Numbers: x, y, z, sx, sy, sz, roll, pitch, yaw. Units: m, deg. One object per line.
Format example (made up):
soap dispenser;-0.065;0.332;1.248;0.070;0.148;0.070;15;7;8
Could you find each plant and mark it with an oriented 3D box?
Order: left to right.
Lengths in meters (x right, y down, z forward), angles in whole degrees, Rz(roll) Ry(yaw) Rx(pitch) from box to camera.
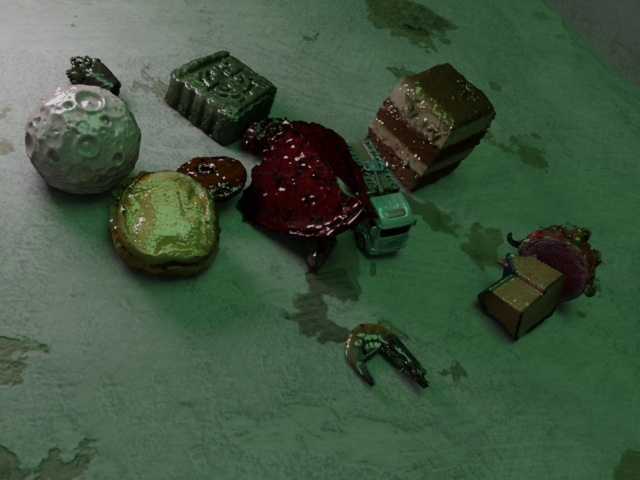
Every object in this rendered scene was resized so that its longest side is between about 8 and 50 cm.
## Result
plant;-0.601;-0.431;1.884;0.143;0.094;0.092;35;55;0

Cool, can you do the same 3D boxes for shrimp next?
shrimp;-0.001;-0.001;1.805;0.074;0.073;0.190;19;49;-17
shrimp;0.148;0.280;1.640;0.217;0.051;0.150;40;47;22

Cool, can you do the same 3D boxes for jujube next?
jujube;-0.151;-0.289;1.978;0.166;0.104;0.104;-19;60;-47

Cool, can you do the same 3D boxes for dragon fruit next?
dragon fruit;0.000;-0.101;1.801;0.329;0.286;0.228;43;19;22
dragon fruit;0.667;0.046;2.002;0.282;0.211;0.147;38;37;21

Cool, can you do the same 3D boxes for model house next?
model house;0.517;0.138;1.889;0.183;0.166;0.172;-32;53;-27

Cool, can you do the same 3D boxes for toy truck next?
toy truck;0.136;-0.123;1.903;0.136;0.162;0.305;-12;56;-23

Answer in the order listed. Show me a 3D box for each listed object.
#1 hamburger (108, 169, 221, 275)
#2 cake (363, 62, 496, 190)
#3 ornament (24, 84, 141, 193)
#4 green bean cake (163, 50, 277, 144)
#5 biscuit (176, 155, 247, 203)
hamburger;-0.359;-0.038;1.609;0.286;0.146;0.243;36;50;-1
cake;0.322;-0.343;2.129;0.282;0.290;0.256;-27;64;-37
ornament;-0.544;-0.237;1.635;0.259;0.225;0.259;15;45;-15
green bean cake;-0.278;-0.414;2.007;0.255;0.132;0.241;40;48;11
biscuit;-0.279;-0.154;1.781;0.192;0.049;0.192;-3;43;3
